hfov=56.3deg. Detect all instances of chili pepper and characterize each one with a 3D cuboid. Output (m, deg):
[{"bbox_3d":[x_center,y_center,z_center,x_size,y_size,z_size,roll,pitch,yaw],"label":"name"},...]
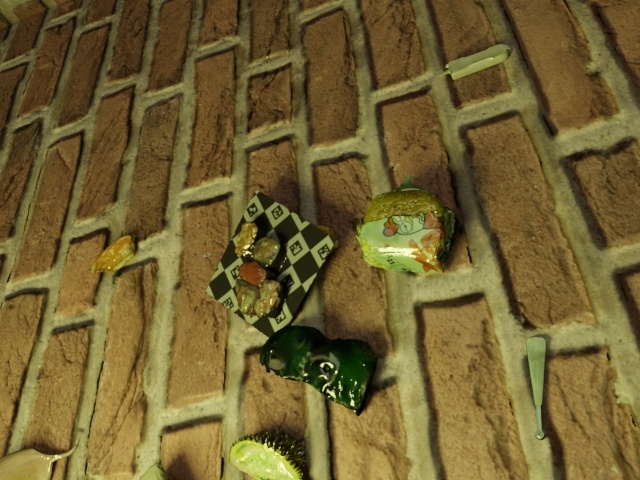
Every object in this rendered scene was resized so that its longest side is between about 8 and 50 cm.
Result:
[{"bbox_3d":[-0.016,0.240,1.236,0.264,0.116,0.148,14,62,30],"label":"chili pepper"}]

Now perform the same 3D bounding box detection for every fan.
[{"bbox_3d":[0.397,0.267,1.096,0.038,0.016,0.193,-5,55,25],"label":"fan"}]

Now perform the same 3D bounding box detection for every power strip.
[{"bbox_3d":[0.410,-0.471,1.585,0.191,0.030,0.048,-18,54,12],"label":"power strip"}]

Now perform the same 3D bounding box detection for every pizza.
[{"bbox_3d":[-0.572,0.046,1.674,0.160,0.036,0.099,-44,51,-8],"label":"pizza"}]

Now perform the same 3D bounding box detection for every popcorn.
[{"bbox_3d":[0.000,0.000,1.426,0.084,0.084,0.084,-12,54,17],"label":"popcorn"}]

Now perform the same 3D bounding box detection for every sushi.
[{"bbox_3d":[-0.142,0.048,1.407,0.294,0.059,0.292,29,91,37],"label":"sushi"}]

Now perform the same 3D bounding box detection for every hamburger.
[{"bbox_3d":[0.191,-0.043,1.328,0.214,0.125,0.235,11,77,19],"label":"hamburger"}]

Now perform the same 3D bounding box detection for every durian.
[{"bbox_3d":[-0.093,0.430,1.186,0.215,0.086,0.100,4,93,30],"label":"durian"}]

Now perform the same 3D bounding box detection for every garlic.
[{"bbox_3d":[-0.686,0.544,1.354,0.267,0.148,0.128,-62,20,-16],"label":"garlic"}]

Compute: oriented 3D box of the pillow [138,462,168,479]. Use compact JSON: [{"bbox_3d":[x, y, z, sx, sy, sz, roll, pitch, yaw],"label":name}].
[{"bbox_3d":[-0.345,0.620,1.135,0.281,0.076,0.274,-50,47,3],"label":"pillow"}]
